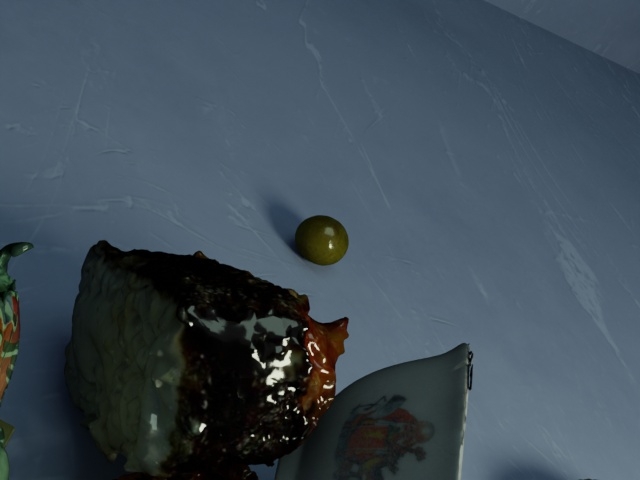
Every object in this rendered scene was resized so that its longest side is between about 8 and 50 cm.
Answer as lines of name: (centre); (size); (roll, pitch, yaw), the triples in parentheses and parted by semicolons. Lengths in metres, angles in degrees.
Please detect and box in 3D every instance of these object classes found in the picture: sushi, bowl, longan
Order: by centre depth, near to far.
bowl: (0.037, 0.251, 0.976); (0.157, 0.345, 0.345); (8, 32, 5)
sushi: (-0.124, 0.110, 0.986); (0.182, 0.196, 0.343); (16, -1, -28)
longan: (0.000, 0.000, 1.466); (0.075, 0.075, 0.083); (27, -9, -17)

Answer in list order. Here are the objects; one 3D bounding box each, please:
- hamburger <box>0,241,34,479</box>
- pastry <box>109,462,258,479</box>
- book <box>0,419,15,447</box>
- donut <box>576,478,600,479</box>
hamburger: (-0.319, 0.118, 0.816); (0.151, 0.260, 0.276); (10, -1, -3)
pastry: (-0.138, 0.242, 0.948); (0.208, 0.115, 0.097); (-4, 62, -51)
book: (-0.361, 0.179, 0.885); (0.168, 0.013, 0.192); (32, 31, -10)
donut: (0.359, 0.392, 1.264); (0.272, 0.107, 0.272); (28, 30, -18)
